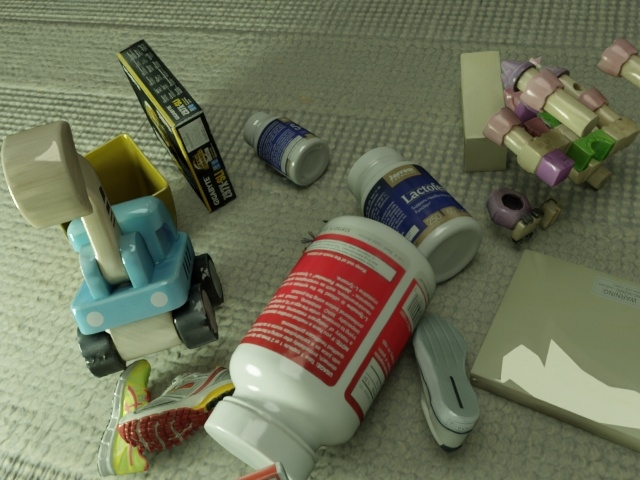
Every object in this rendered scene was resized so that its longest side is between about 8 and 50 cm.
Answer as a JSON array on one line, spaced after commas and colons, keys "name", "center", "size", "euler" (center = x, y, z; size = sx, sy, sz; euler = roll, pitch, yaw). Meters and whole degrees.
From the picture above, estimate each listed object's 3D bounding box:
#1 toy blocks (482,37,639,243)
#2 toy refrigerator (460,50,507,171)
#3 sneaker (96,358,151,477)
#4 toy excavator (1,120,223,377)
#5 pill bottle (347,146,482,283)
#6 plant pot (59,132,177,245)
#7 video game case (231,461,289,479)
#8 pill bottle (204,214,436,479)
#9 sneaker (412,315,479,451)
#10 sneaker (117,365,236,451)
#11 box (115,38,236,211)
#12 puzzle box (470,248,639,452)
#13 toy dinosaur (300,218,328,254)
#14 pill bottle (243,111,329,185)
[{"name": "toy blocks", "center": [0.410, -0.223, 1.249], "size": [0.288, 0.309, 0.260], "euler": [-26, 58, -29]}, {"name": "toy refrigerator", "center": [0.353, -0.281, 1.443], "size": [0.094, 0.102, 0.270], "euler": [-2, 52, 11]}, {"name": "sneaker", "center": [-0.313, 0.307, 1.159], "size": [0.094, 0.081, 0.209], "euler": [4, 57, 2]}, {"name": "toy excavator", "center": [-0.338, 0.005, 1.088], "size": [0.222, 0.446, 0.433], "euler": [-17, 21, 0]}, {"name": "pill bottle", "center": [0.170, -0.055, 1.276], "size": [0.153, 0.153, 0.265], "euler": [-30, 52, -11]}, {"name": "plant pot", "center": [-0.415, -0.054, 1.381], "size": [0.212, 0.187, 0.212], "euler": [-34, 54, -14]}, {"name": "video game case", "center": [-0.155, 0.442, 0.941], "size": [0.285, 0.204, 0.025], "euler": [-20, 24, -4]}, {"name": "pill bottle", "center": [0.002, 0.175, 1.085], "size": [0.228, 0.229, 0.408], "euler": [22, 61, 26]}, {"name": "sneaker", "center": [0.190, 0.226, 1.094], "size": [0.094, 0.091, 0.258], "euler": [14, 31, -6]}, {"name": "sneaker", "center": [-0.235, 0.280, 1.133], "size": [0.225, 0.088, 0.092], "euler": [-14, 36, -35]}, {"name": "box", "center": [-0.314, -0.251, 1.467], "size": [0.079, 0.257, 0.322], "euler": [-32, 54, -11]}, {"name": "puzzle box", "center": [0.483, 0.189, 1.084], "size": [0.408, 0.052, 0.272], "euler": [20, 59, 25]}, {"name": "toy dinosaur", "center": [0.000, 0.000, 1.345], "size": [0.090, 0.047, 0.082], "euler": [18, 76, 12]}, {"name": "pill bottle", "center": [-0.080, -0.209, 1.475], "size": [0.112, 0.112, 0.186], "euler": [-42, 56, -19]}]
